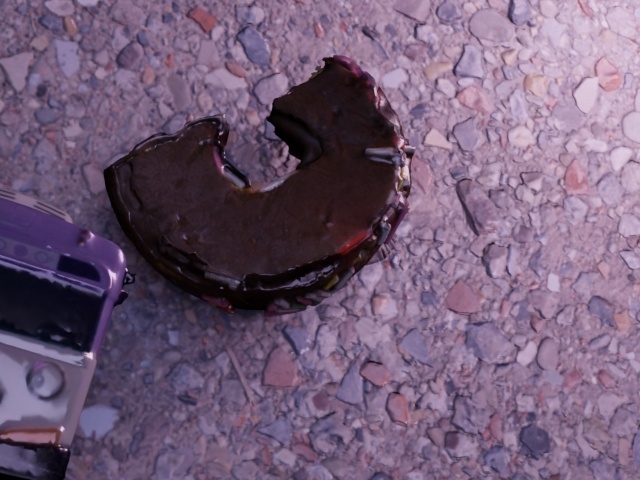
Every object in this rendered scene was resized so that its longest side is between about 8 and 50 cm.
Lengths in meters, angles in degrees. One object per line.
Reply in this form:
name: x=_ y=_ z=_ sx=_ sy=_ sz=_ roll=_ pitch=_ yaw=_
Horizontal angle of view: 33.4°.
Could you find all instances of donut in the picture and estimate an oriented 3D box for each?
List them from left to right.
donut: x=-0.043 y=-0.046 z=1.206 sx=0.345 sy=0.136 sz=0.259 roll=-31 pitch=68 yaw=-14

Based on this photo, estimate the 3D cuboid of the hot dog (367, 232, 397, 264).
hot dog: x=0.000 y=0.000 z=1.291 sx=0.191 sy=0.059 sz=0.108 roll=-23 pitch=75 yaw=-16

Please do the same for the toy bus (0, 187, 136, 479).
toy bus: x=-0.312 y=0.115 z=0.960 sx=0.209 sy=0.440 sz=0.249 roll=19 pitch=69 yaw=-11
